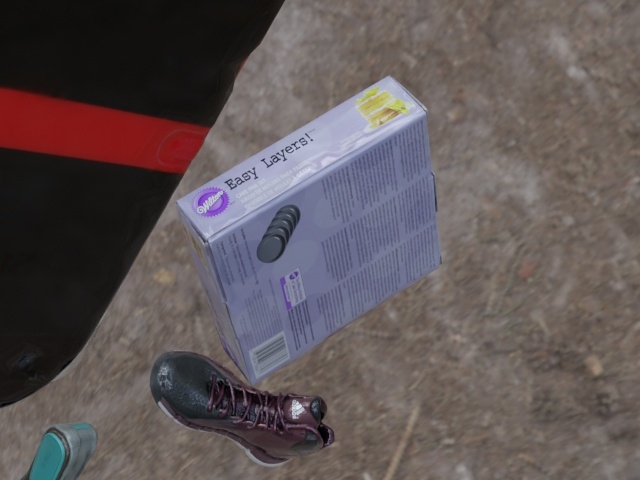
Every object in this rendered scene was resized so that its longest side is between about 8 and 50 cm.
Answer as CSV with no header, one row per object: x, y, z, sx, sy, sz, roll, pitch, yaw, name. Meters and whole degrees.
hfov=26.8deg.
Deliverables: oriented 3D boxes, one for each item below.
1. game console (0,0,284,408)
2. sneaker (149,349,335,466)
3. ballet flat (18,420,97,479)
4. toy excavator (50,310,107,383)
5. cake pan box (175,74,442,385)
-0.185,-0.062,0.553,0.060,0.386,0.342,40,109,29,game console
-0.085,0.216,1.819,0.281,0.163,0.106,34,54,-39,sneaker
-0.322,0.295,1.587,0.072,0.213,0.068,46,30,23,ballet flat
-0.475,0.001,1.249,0.433,0.222,0.445,47,43,17,toy excavator
0.000,0.000,1.308,0.246,0.267,0.070,-31,55,-13,cake pan box
